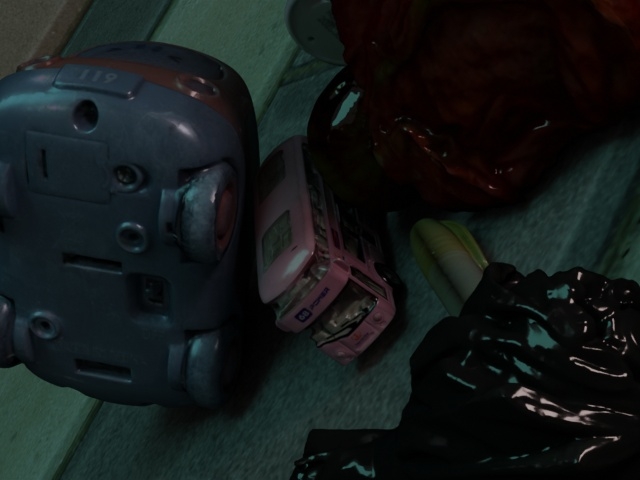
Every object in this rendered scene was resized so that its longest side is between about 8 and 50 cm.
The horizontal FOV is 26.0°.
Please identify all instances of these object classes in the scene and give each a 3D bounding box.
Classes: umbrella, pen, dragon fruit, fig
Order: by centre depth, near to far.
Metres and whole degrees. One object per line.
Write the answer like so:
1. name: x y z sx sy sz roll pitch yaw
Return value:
1. umbrella: 0.044 0.126 0.681 0.340 0.118 0.118 -48 20 42
2. pen: 0.092 0.036 0.788 0.040 0.032 0.233 -30 25 1
3. dragon fruit: 0.150 -0.158 0.826 0.302 0.240 0.330 35 114 42
4. fig: 0.046 -0.074 0.959 0.109 0.103 0.154 -32 -1 2

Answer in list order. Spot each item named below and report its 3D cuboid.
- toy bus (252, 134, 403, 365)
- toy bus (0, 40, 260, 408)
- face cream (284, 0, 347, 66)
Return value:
1. toy bus: 0.000 0.000 0.952 0.063 0.090 0.203 -47 24 19
2. toy bus: -0.137 -0.026 1.057 0.232 0.197 0.294 -66 -20 -52
3. face cream: 0.053 -0.312 1.284 0.102 0.102 0.346 -33 30 44
